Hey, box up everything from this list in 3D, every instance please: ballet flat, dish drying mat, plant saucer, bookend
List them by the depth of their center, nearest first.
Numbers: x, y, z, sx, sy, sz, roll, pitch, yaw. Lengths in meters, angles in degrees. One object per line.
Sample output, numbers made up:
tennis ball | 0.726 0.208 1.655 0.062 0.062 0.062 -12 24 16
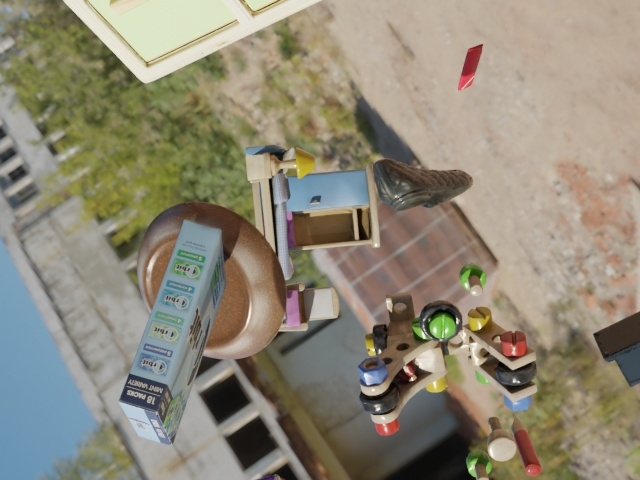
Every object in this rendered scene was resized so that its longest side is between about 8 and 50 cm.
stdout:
ballet flat | 0.105 -0.060 1.015 0.173 0.057 0.049 -7 -110 -62
plant saucer | -0.135 0.054 1.201 0.198 0.198 0.036 55 -148 -4
dish drying mat | 0.241 -0.278 1.671 0.008 0.032 0.083 51 149 30
bookend | 0.552 0.190 1.686 0.157 0.156 0.072 54 -165 -25

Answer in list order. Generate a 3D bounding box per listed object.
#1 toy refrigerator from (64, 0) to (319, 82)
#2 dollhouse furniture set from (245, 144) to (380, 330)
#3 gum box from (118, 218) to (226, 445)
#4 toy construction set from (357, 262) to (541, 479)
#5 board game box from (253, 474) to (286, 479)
toy refrigerator | -0.045 -0.218 0.740 0.102 0.269 0.094 48 -148 -43
dollhouse furniture set | 0.000 0.000 1.568 0.303 0.198 0.286 -175 80 -88
gum box | -0.140 0.094 1.020 0.041 0.184 0.157 15 159 3
toy construction set | 0.201 0.189 1.545 0.309 0.257 0.237 51 -167 -17
board game box | -0.034 0.328 0.945 0.275 0.142 0.144 49 -154 -56
